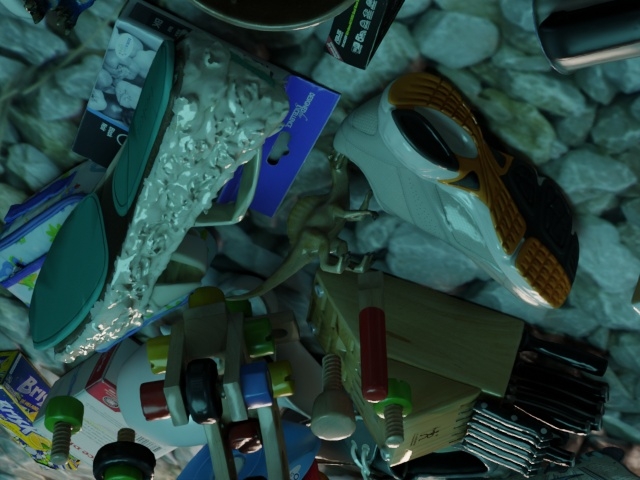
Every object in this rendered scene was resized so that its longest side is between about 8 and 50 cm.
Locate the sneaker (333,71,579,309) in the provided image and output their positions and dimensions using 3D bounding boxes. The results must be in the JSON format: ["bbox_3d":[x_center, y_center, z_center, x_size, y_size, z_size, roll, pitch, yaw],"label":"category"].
[{"bbox_3d":[0.120,-0.036,1.551,0.262,0.099,0.121,48,144,-18],"label":"sneaker"}]

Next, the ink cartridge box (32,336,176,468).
[{"bbox_3d":[-0.231,0.194,2.014,0.127,0.072,0.175,37,141,-18],"label":"ink cartridge box"}]

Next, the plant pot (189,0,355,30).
[{"bbox_3d":[-0.028,-0.266,1.261,0.167,0.165,0.167,7,135,7],"label":"plant pot"}]

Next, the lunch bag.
[{"bbox_3d":[-0.228,0.014,1.784,0.176,0.090,0.219,43,138,-20],"label":"lunch bag"}]

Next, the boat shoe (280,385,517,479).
[{"bbox_3d":[0.070,0.209,1.855,0.319,0.099,0.116,-11,135,38],"label":"boat shoe"}]

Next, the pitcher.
[{"bbox_3d":[-0.116,0.127,1.854,0.207,0.125,0.178,-12,111,24],"label":"pitcher"}]

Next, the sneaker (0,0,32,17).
[{"bbox_3d":[-0.330,-0.306,1.440,0.147,0.104,0.296,-2,132,34],"label":"sneaker"}]

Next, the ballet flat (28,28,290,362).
[{"bbox_3d":[-0.142,-0.016,1.575,0.147,0.147,0.409,28,133,-7],"label":"ballet flat"}]

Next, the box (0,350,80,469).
[{"bbox_3d":[-0.347,0.206,2.104,0.059,0.054,0.169,-6,135,33],"label":"box"}]

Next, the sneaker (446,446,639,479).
[{"bbox_3d":[0.267,0.275,1.824,0.283,0.122,0.110,10,151,17],"label":"sneaker"}]

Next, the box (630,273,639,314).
[{"bbox_3d":[0.361,0.015,1.445,0.170,0.130,0.091,-19,126,41],"label":"box"}]

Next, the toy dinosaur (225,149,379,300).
[{"bbox_3d":[0.000,0.000,1.590,0.092,0.183,0.053,29,175,33],"label":"toy dinosaur"}]

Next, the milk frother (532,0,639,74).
[{"bbox_3d":[0.220,-0.204,1.296,0.134,0.129,0.143,-9,90,34],"label":"milk frother"}]

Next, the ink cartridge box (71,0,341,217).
[{"bbox_3d":[-0.111,-0.106,1.611,0.208,0.045,0.206,25,142,-4],"label":"ink cartridge box"}]

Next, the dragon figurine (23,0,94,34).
[{"bbox_3d":[-0.165,-0.234,1.368,0.144,0.289,0.085,-28,89,7],"label":"dragon figurine"}]

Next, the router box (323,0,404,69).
[{"bbox_3d":[0.049,-0.204,1.344,0.038,0.122,0.092,25,143,4],"label":"router box"}]

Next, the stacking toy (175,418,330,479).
[{"bbox_3d":[-0.016,0.348,1.905,0.165,0.175,0.302,6,138,55],"label":"stacking toy"}]

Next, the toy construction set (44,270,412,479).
[{"bbox_3d":[-0.057,0.110,1.646,0.309,0.237,0.257,-26,133,27],"label":"toy construction set"}]

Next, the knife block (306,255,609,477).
[{"bbox_3d":[0.147,0.112,1.731,0.276,0.242,0.088,59,154,30],"label":"knife block"}]
